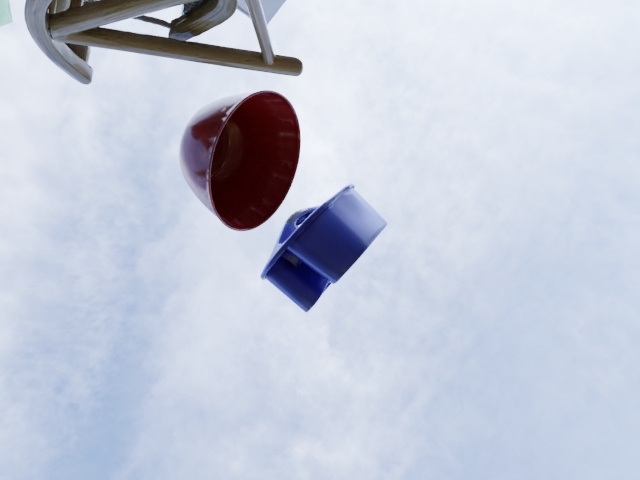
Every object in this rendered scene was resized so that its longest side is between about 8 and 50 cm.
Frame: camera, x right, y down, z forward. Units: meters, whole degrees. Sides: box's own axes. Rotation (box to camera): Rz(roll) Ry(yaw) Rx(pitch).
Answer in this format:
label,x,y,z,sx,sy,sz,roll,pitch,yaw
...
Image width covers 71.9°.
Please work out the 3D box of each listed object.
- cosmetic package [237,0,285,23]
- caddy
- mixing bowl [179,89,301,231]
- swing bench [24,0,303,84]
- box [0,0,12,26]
label,x,y,z,sx,sy,sz,roll,pitch,yaw
cosmetic package,-0.128,-0.461,0.669,0.151,0.183,0.151,-44,-105,20
caddy,0.000,0.000,1.009,0.179,0.341,0.241,44,-55,3
mixing bowl,-0.116,-0.111,0.577,0.098,0.181,0.181,21,-97,25
swing bench,-0.145,-0.305,0.417,0.254,0.165,0.253,0,-100,3
box,-0.661,-0.496,0.699,0.231,0.127,0.262,-1,-60,-17
